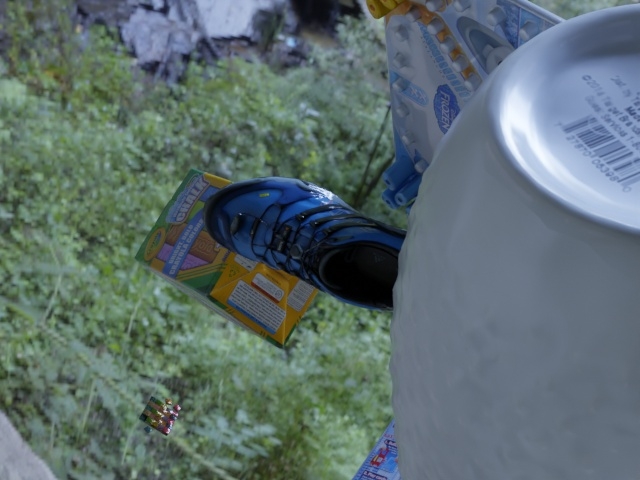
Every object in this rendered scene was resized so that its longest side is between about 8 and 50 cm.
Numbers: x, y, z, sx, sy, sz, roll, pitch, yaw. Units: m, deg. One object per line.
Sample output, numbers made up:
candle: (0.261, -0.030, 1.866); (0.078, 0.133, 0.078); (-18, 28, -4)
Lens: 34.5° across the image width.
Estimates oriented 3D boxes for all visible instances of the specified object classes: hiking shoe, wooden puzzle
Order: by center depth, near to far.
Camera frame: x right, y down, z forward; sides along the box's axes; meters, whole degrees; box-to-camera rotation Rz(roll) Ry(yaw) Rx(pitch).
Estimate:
hiking shoe: (0.000, 0.000, 1.172); (0.304, 0.113, 0.132); (16, 9, 11)
wooden puzzle: (-0.239, 0.260, 1.530); (0.049, 0.006, 0.083); (34, 33, -8)

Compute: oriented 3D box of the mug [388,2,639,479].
mug: (0.184, 0.086, 0.532); (0.276, 0.328, 0.374); (-14, 46, -4)

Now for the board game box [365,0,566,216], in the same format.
board game box: (0.199, -0.077, 1.064); (0.050, 0.390, 0.390); (-39, 57, -21)

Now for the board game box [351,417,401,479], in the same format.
board game box: (0.098, 0.344, 1.354); (0.060, 0.194, 0.194); (12, 62, 37)

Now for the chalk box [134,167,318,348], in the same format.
chalk box: (-0.148, 0.016, 1.596); (0.289, 0.180, 0.179); (19, 75, 51)
